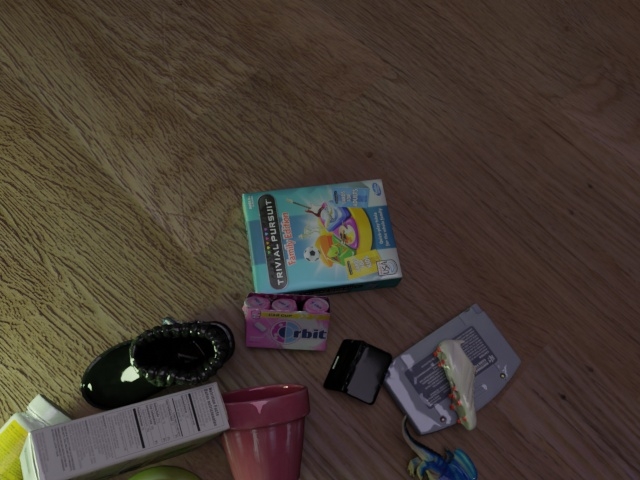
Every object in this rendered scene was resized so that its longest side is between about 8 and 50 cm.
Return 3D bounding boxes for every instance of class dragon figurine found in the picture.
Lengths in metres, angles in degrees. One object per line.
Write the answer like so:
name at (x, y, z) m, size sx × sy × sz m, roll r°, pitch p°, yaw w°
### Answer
dragon figurine at (0.268, 0.482, 1.355) m, size 0.144 × 0.085 × 0.289 m, roll -21°, pitch 80°, yaw -15°

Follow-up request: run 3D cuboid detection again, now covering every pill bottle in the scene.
pill bottle at (-0.589, 0.414, 1.273) m, size 0.119 × 0.119 × 0.208 m, roll 36°, pitch 70°, yaw 8°

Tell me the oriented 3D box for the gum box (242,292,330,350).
gum box at (-0.078, 0.177, 1.420) m, size 0.189 × 0.107 × 0.062 m, roll 4°, pitch 32°, yaw -5°

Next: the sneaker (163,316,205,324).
sneaker at (-0.283, 0.200, 1.432) m, size 0.135 × 0.052 × 0.058 m, roll 31°, pitch 59°, yaw -2°

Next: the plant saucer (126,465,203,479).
plant saucer at (-0.319, 0.573, 1.287) m, size 0.241 × 0.037 × 0.240 m, roll 2°, pitch 70°, yaw -6°

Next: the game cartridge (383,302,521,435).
game cartridge at (0.294, 0.296, 1.454) m, size 0.294 × 0.060 × 0.196 m, roll -30°, pitch 72°, yaw -16°

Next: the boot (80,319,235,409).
boot at (-0.336, 0.245, 1.263) m, size 0.348 × 0.260 × 0.131 m, roll -24°, pitch 88°, yaw -1°

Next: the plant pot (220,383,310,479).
plant pot at (-0.115, 0.396, 1.305) m, size 0.202 × 0.201 × 0.180 m, roll -6°, pitch 85°, yaw -9°

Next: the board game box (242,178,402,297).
board game box at (0.000, 0.000, 1.519) m, size 0.336 × 0.079 × 0.253 m, roll -7°, pitch 70°, yaw -9°

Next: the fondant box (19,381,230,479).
fondant box at (-0.365, 0.373, 1.197) m, size 0.331 × 0.238 × 0.096 m, roll -8°, pitch 68°, yaw -32°

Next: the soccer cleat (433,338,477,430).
soccer cleat at (0.308, 0.305, 1.392) m, size 0.076 × 0.068 × 0.196 m, roll -10°, pitch 68°, yaw -13°

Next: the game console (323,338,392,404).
game console at (0.081, 0.288, 1.428) m, size 0.071 × 0.107 × 0.122 m, roll 38°, pitch 65°, yaw -28°
